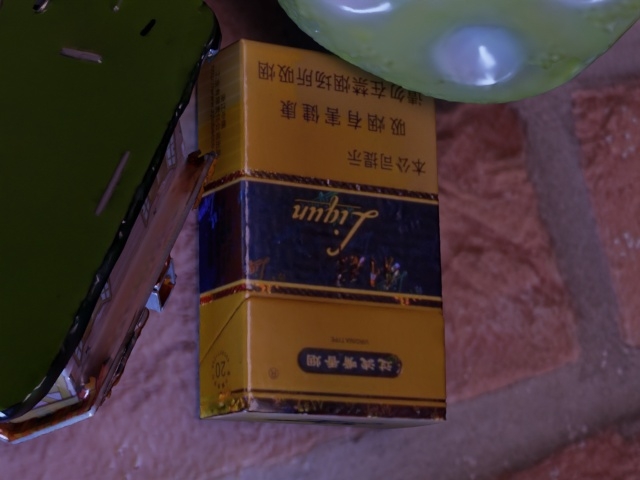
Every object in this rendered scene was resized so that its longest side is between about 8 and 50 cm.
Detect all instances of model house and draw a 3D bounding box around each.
[{"bbox_3d":[-0.182,-0.006,0.997,0.207,0.154,0.294,12,56,15],"label":"model house"}]

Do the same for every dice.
[{"bbox_3d":[0.098,-0.244,1.114,0.233,0.238,0.227,24,48,-19],"label":"dice"}]

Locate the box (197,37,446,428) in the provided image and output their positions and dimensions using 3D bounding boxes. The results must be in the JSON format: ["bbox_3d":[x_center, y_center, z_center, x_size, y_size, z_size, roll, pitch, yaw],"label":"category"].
[{"bbox_3d":[0.000,0.000,1.135,0.152,0.070,0.237,7,74,-32],"label":"box"}]
